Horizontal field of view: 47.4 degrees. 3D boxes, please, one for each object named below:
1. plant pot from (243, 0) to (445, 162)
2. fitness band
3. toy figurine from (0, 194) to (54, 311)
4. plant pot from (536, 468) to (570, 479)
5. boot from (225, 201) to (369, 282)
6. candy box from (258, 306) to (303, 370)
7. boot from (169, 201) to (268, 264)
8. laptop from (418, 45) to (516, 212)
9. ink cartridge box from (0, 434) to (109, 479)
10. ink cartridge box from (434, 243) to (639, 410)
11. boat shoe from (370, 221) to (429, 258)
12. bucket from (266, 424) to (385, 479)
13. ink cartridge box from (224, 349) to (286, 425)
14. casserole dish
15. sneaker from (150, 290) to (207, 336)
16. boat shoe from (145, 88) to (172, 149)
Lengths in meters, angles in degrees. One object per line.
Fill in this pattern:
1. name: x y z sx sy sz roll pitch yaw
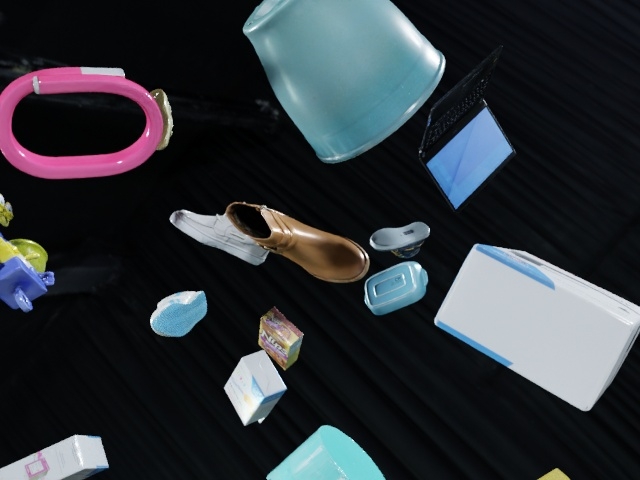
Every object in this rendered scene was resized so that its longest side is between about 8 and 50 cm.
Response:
1. plant pot: 0.022 -0.314 1.201 0.271 0.255 0.271 -34 26 19
2. fitness band: -0.435 -0.208 1.326 0.291 0.054 0.209 -6 -51 -23
3. toy figurine: -0.559 0.066 1.249 0.191 0.217 0.362 -38 -24 -16
4. plant pot: 0.468 0.509 1.423 0.081 0.081 0.083 -27 0 -10
5. boot: -0.049 -0.003 1.533 0.109 0.283 0.220 -61 -24 0
6. candy box: -0.107 0.260 1.918 0.053 0.109 0.186 -40 -18 -26
7. boot: -0.217 -0.044 1.721 0.258 0.095 0.123 25 -76 -32
8. laptop: 0.334 -0.231 1.554 0.234 0.136 0.264 -44 -18 -23
9. ink cartridge box: -0.382 0.329 1.047 0.122 0.052 0.088 -23 -18 0
10. ink cartridge box: 0.422 0.143 1.344 0.395 0.285 0.166 6 -69 -63
11. boat shoe: 0.196 0.013 1.849 0.183 0.065 0.083 -13 -42 -33
12. bucket: 0.025 0.599 1.759 0.183 0.281 0.281 -47 -18 8
13. ink cartridge box: -0.153 0.337 1.620 0.061 0.104 0.181 -16 -29 -36
14. casserole dish: 0.187 0.120 1.880 0.188 0.114 0.037 -25 -32 27
15. sneaker: -0.367 0.186 1.814 0.229 0.092 0.087 -28 -69 -72
16. boat shoe: -0.337 -0.250 1.544 0.056 0.153 0.048 -19 -31 10
